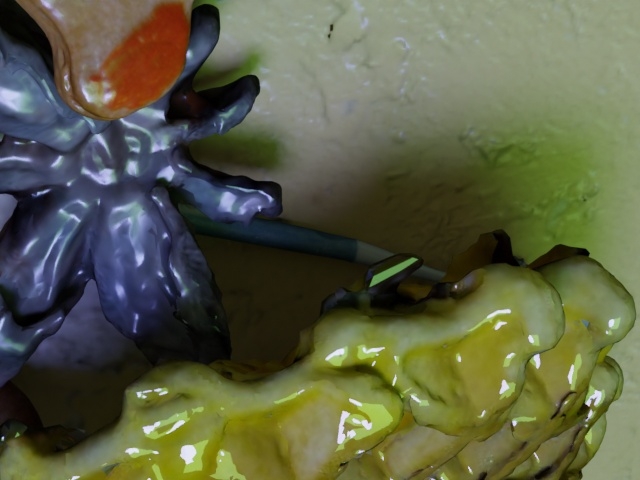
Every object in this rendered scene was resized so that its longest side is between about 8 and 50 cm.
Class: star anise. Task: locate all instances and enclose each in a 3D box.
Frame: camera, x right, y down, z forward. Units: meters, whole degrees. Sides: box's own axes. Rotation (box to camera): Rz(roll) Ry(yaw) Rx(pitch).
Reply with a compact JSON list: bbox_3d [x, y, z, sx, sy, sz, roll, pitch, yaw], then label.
[{"bbox_3d":[-0.114,-0.023,0.751,0.198,0.110,0.257,-8,109,-9],"label":"star anise"}]

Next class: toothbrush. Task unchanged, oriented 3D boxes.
[{"bbox_3d":[0.000,0.000,0.863,0.276,0.019,0.025,11,115,-22],"label":"toothbrush"}]

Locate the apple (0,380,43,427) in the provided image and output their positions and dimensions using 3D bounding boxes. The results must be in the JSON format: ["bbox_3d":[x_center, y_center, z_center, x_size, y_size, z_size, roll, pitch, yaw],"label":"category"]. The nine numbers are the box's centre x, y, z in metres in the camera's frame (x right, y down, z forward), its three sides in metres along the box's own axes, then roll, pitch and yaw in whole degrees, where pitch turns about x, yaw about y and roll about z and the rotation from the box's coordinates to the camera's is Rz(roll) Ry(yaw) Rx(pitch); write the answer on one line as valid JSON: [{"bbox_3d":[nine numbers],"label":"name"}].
[{"bbox_3d":[-0.210,0.124,0.836,0.126,0.126,0.102,33,144,-31],"label":"apple"}]

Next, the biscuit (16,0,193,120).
[{"bbox_3d":[-0.133,-0.171,0.653,0.250,0.036,0.165,42,75,-17],"label":"biscuit"}]

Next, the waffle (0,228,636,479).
[{"bbox_3d":[-0.006,0.139,0.827,0.382,0.095,0.379,-23,156,-4],"label":"waffle"}]
